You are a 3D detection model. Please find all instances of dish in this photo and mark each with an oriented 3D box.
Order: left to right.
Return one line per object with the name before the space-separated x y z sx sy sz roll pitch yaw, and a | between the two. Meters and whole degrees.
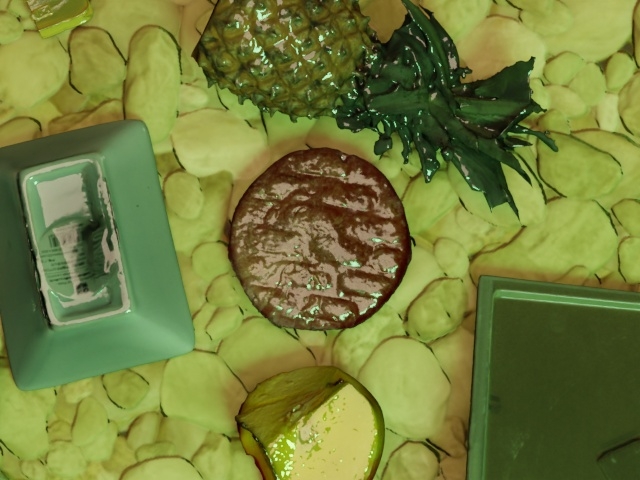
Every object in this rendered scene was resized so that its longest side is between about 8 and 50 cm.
dish | -0.233 0.007 1.843 0.182 0.080 0.243 -13 81 -1

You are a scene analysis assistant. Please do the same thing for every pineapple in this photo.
pineapple | 0.066 -0.156 1.841 0.365 0.165 0.165 23 81 -4

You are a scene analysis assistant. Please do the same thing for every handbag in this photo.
handbag | -0.267 -0.249 1.915 0.061 0.027 0.083 -24 78 -3

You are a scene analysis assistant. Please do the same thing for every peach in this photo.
peach | -0.001 0.192 1.786 0.151 0.118 0.151 -15 44 15

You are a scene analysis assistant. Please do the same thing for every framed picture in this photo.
framed picture | 0.289 0.232 1.718 0.326 0.028 0.446 6 54 2

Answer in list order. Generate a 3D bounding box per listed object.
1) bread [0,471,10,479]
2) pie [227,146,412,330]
bread | -0.425 0.306 1.808 0.207 0.056 0.286 34 81 5
pie | 0.000 0.000 1.853 0.182 0.049 0.182 0 78 1
